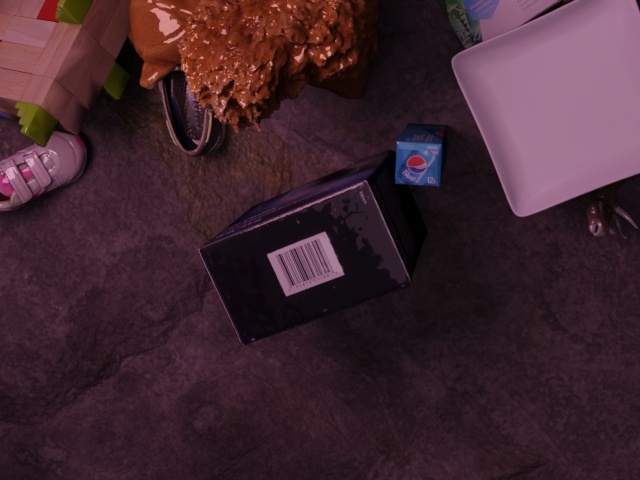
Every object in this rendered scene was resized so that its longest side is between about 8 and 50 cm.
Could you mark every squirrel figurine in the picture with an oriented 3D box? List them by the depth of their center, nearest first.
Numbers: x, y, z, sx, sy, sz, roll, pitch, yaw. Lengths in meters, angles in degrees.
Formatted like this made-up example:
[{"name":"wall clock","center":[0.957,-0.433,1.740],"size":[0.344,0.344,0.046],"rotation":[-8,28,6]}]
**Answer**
[{"name":"squirrel figurine","center":[-0.108,-0.327,1.219],"size":[0.370,0.397,0.281],"rotation":[0,114,-4]}]

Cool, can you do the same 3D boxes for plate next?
[{"name":"plate","center":[0.378,-0.209,1.245],"size":[0.277,0.045,0.278],"rotation":[-22,96,21]}]

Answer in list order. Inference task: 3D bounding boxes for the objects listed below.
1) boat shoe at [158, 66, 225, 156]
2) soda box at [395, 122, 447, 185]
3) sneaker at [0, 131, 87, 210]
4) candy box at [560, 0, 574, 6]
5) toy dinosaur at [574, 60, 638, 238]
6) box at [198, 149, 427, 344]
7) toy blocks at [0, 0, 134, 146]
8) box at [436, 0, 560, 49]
[{"name":"boat shoe","center":[-0.231,-0.297,1.422],"size":[0.109,0.091,0.305],"rotation":[-4,106,13]},{"name":"soda box","center":[0.166,-0.143,1.323],"size":[0.071,0.210,0.067],"rotation":[4,107,10]},{"name":"sneaker","center":[-0.547,-0.119,1.531],"size":[0.252,0.111,0.103],"rotation":[-31,98,18]},{"name":"candy box","center":[0.400,-0.520,1.224],"size":[0.182,0.087,0.317],"rotation":[-22,101,19]},{"name":"toy dinosaur","center":[0.439,-0.169,1.327],"size":[0.160,0.121,0.314],"rotation":[5,103,-2]},{"name":"box","center":[0.000,0.000,1.357],"size":[0.296,0.294,0.183],"rotation":[-21,99,17]},{"name":"toy blocks","center":[-0.462,-0.341,1.349],"size":[0.260,0.191,0.382],"rotation":[14,74,26]},{"name":"box","center":[0.241,-0.472,1.234],"size":[0.232,0.058,0.322],"rotation":[-29,94,44]}]
